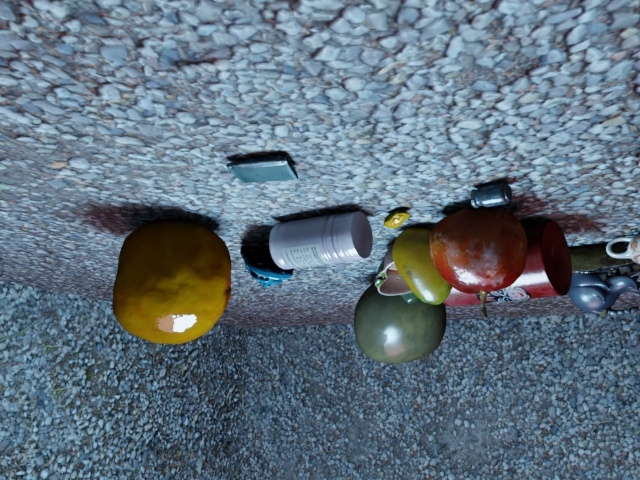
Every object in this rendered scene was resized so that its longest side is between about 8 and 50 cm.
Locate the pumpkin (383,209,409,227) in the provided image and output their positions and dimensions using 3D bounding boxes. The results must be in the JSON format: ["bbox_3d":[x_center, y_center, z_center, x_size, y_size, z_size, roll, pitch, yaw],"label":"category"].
[{"bbox_3d":[0.194,-0.060,1.467,0.050,0.028,0.083,11,153,-28],"label":"pumpkin"}]

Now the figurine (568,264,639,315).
[{"bbox_3d":[1.005,0.161,2.007,0.265,0.197,0.175,-7,139,41],"label":"figurine"}]

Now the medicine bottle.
[{"bbox_3d":[0.000,0.000,1.507,0.249,0.133,0.133,-10,162,31],"label":"medicine bottle"}]

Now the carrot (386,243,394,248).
[{"bbox_3d":[0.271,0.041,1.826,0.190,0.037,0.037,16,159,-43],"label":"carrot"}]

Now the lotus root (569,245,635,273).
[{"bbox_3d":[0.816,0.053,1.784,0.329,0.078,0.167,-11,-176,33],"label":"lotus root"}]

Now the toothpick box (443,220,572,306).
[{"bbox_3d":[0.502,0.073,1.619,0.333,0.204,0.204,-12,161,42],"label":"toothpick box"}]

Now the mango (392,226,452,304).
[{"bbox_3d":[0.292,0.065,1.589,0.151,0.221,0.120,-36,170,10],"label":"mango"}]

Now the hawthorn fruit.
[{"bbox_3d":[0.396,0.056,1.426,0.242,0.272,0.242,-9,166,-2],"label":"hawthorn fruit"}]

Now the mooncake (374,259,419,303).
[{"bbox_3d":[0.273,0.137,1.944,0.168,0.175,0.104,-30,158,11],"label":"mooncake"}]

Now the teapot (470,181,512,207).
[{"bbox_3d":[0.378,-0.105,1.272,0.083,0.063,0.049,-8,132,38],"label":"teapot"}]

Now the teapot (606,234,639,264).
[{"bbox_3d":[0.932,0.031,1.601,0.245,0.116,0.159,7,173,40],"label":"teapot"}]

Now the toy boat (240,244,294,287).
[{"bbox_3d":[-0.164,0.088,1.699,0.134,0.092,0.299,9,-170,-16],"label":"toy boat"}]

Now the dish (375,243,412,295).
[{"bbox_3d":[0.253,0.075,1.763,0.213,0.090,0.213,-9,144,-7],"label":"dish"}]

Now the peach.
[{"bbox_3d":[-0.392,0.114,1.561,0.301,0.343,0.343,7,164,-12],"label":"peach"}]

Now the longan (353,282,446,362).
[{"bbox_3d":[0.305,0.306,2.209,0.336,0.404,0.404,39,-173,31],"label":"longan"}]

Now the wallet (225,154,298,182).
[{"bbox_3d":[-0.117,-0.146,1.166,0.129,0.026,0.088,-3,161,16],"label":"wallet"}]
